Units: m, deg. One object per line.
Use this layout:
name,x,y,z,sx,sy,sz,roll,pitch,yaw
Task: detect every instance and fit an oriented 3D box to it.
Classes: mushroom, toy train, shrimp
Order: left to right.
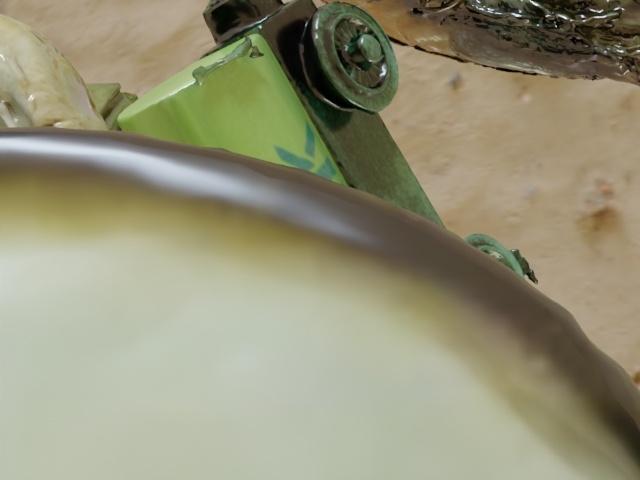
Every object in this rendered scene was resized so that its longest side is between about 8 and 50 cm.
mushroom,-0.167,-0.035,0.918,0.148,0.112,0.148,-1,84,9
mushroom,-0.019,0.144,0.425,0.217,0.212,0.292,2,56,-6
toy train,0.000,0.000,0.931,0.157,0.105,0.253,-42,106,-49
shrimp,0.108,-0.149,1.104,0.290,0.222,0.054,17,75,9

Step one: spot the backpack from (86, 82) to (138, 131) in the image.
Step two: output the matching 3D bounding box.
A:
backpack,-0.249,-0.031,1.630,0.207,0.253,0.140,-3,119,13
